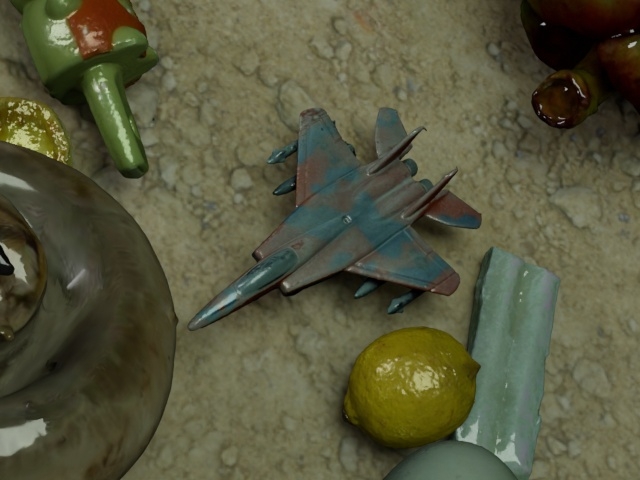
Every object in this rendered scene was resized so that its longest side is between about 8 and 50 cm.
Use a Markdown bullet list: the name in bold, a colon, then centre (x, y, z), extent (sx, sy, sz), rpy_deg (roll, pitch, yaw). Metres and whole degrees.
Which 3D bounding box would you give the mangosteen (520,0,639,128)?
- **mangosteen**: centre (0.364, -0.294, 1.819), extent (0.382, 0.382, 0.435), rpy_deg (16, 79, -14)

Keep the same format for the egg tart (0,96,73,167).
- **egg tart**: centre (-0.271, -0.079, 1.652), extent (0.105, 0.039, 0.105), rpy_deg (8, 65, -17)

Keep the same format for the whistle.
- **whistle**: centre (-0.216, -0.189, 1.674), extent (0.106, 0.131, 0.288), rpy_deg (-25, 76, 1)

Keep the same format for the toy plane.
- **toy plane**: centre (-0.002, 0.003, 1.686), extent (0.326, 0.104, 0.223), rpy_deg (-35, 82, -25)

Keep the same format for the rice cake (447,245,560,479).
- **rice cake**: centre (0.174, 0.118, 1.736), extent (0.085, 0.040, 0.226), rpy_deg (19, 62, -11)

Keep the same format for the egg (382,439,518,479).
- **egg**: centre (0.104, 0.291, 1.552), extent (0.183, 0.183, 0.264), rpy_deg (19, 56, -12)

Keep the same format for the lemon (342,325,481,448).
- **lemon**: centre (0.081, 0.133, 1.654), extent (0.133, 0.109, 0.109), rpy_deg (-20, 74, 1)

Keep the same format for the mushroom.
- **mushroom**: centre (-0.286, 0.058, 1.431), extent (0.362, 0.295, 0.362), rpy_deg (6, 54, -9)
